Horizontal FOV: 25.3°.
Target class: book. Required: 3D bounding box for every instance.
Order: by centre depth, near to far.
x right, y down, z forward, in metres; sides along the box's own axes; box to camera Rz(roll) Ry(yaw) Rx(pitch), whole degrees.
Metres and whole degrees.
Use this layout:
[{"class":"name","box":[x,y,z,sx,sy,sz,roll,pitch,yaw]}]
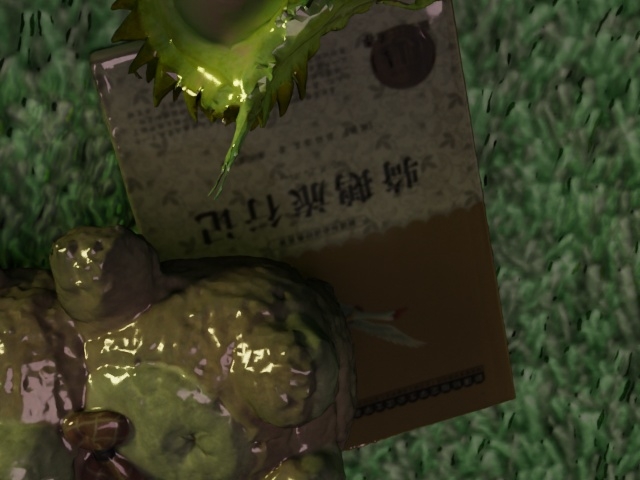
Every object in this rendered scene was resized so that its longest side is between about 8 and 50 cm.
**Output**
[{"class":"book","box":[0.000,0.000,0.894,0.217,0.021,0.310,-16,118,-6]}]

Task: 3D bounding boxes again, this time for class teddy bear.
[{"class":"teddy bear","box":[-0.111,0.085,0.820,0.267,0.151,0.236,-4,124,-3]}]

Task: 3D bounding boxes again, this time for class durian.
[{"class":"durian","box":[0.041,-0.190,0.727,0.355,0.169,0.157,-37,118,0]}]
